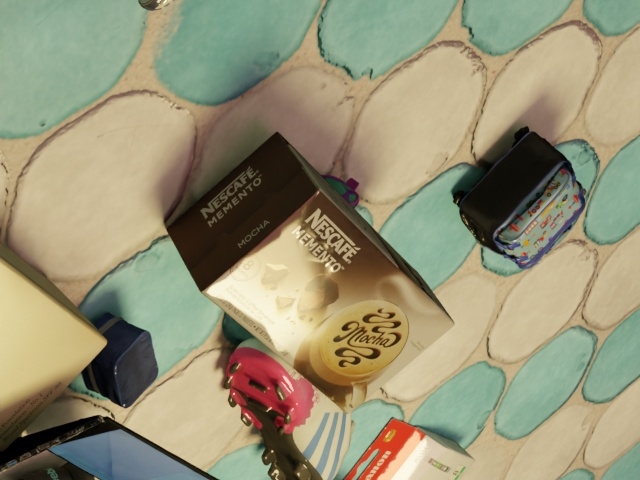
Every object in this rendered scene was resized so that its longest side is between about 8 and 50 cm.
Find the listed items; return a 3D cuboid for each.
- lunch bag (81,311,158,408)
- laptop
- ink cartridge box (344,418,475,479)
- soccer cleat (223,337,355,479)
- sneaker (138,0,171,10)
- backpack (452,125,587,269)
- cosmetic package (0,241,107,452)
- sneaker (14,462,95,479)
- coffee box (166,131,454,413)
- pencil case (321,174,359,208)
[{"bbox_3d":[-0.223,0.130,1.741,0.067,0.065,0.098,-47,150,-33],"label":"lunch bag"},{"bbox_3d":[-0.270,0.263,1.647,0.264,0.136,0.234,-26,-179,-31],"label":"laptop"},{"bbox_3d":[0.119,0.365,2.393,0.181,0.056,0.225,-53,149,5],"label":"ink cartridge box"},{"bbox_3d":[-0.030,0.191,2.008,0.143,0.116,0.331,-54,153,-26],"label":"soccer cleat"},{"bbox_3d":[-0.143,-0.274,1.448,0.058,0.052,0.135,10,108,-42],"label":"sneaker"},{"bbox_3d":[0.272,-0.038,2.106,0.158,0.117,0.173,-45,150,-5],"label":"backpack"},{"bbox_3d":[-0.348,0.063,1.482,0.160,0.113,0.309,-47,148,-3],"label":"cosmetic package"},{"bbox_3d":[-0.335,0.370,1.842,0.106,0.101,0.267,-2,117,-37],"label":"sneaker"},{"bbox_3d":[-0.007,0.041,1.772,0.168,0.119,0.297,-40,133,6],"label":"coffee box"},{"bbox_3d":[0.000,0.000,1.870,0.070,0.064,0.151,-14,133,-37],"label":"pencil case"}]
